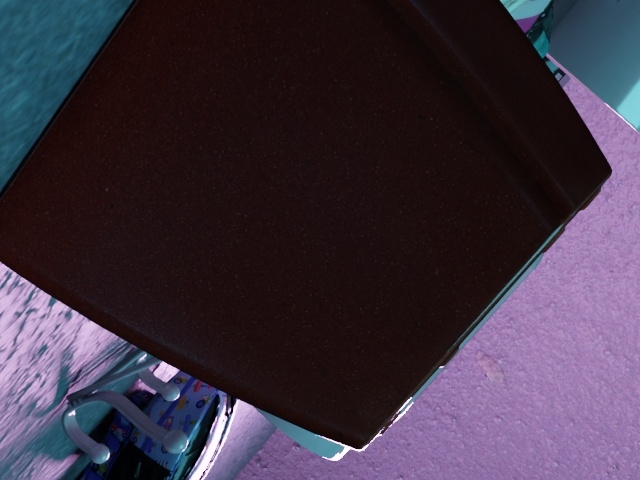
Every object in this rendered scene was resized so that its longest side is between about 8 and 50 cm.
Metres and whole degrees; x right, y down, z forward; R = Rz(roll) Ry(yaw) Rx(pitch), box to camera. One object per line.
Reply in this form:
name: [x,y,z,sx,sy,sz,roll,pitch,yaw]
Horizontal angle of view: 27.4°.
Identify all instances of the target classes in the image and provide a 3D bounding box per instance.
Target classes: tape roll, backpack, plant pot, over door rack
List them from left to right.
backpack: [-0.171,0.217,1.490,0.173,0.117,0.158,-63,171,12]
over door rack: [-0.072,0.073,1.187,0.324,0.108,0.239,-42,180,43]
plant pot: [0.015,-0.038,0.770,0.267,0.236,0.267,-50,172,21]
tape roll: [0.303,-0.240,1.344,0.169,0.246,0.246,-49,173,11]

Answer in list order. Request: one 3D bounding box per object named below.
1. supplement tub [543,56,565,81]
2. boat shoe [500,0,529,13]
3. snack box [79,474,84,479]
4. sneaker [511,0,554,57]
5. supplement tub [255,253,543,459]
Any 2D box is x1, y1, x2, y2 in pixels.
supplement tub: [0.268,-0.260,1.532,0.190,0.117,0.117,-48,173,10]
boat shoe: [0.092,-0.195,0.944,0.116,0.097,0.324,30,102,-41]
snack box: [-0.237,0.290,1.668,0.207,0.070,0.174,-48,172,2]
sneaker: [0.169,-0.231,1.071,0.295,0.124,0.178,-42,169,13]
supplement tub: [0.055,0.051,1.445,0.331,0.241,0.241,-48,173,5]
